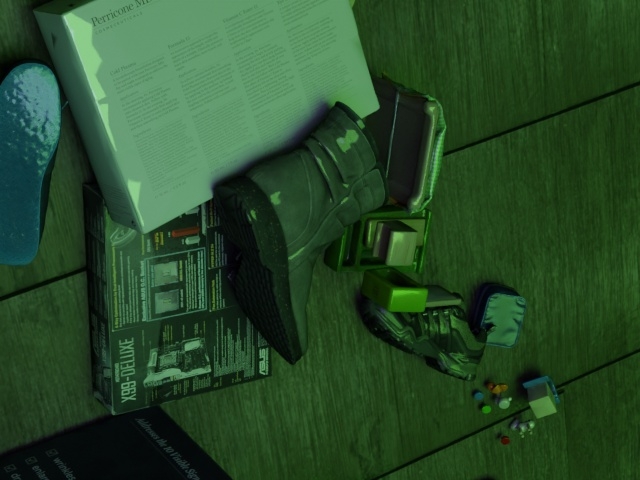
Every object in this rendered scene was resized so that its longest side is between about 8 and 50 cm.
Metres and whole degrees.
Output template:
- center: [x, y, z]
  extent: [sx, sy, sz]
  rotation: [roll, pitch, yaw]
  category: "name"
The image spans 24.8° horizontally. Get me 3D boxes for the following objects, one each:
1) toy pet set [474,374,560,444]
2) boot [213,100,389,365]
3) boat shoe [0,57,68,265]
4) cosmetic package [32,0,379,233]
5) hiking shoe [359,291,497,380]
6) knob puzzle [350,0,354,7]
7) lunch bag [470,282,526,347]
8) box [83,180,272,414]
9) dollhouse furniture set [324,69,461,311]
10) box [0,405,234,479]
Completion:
- center: [0.321, 0.254, 2.354]
  extent: [0.114, 0.065, 0.122]
  rotation: [-21, 121, 16]
  category: "toy pet set"
- center: [0.000, 0.000, 1.871]
  extent: [0.223, 0.118, 0.338]
  rotation: [-35, 145, -22]
  category: "boot"
- center: [-0.371, -0.100, 1.749]
  extent: [0.109, 0.089, 0.258]
  rotation: [11, 110, -15]
  category: "boat shoe"
- center: [-0.129, -0.221, 1.788]
  extent: [0.377, 0.097, 0.284]
  rotation: [-29, 118, -26]
  category: "cosmetic package"
- center: [0.158, 0.119, 2.168]
  extent: [0.227, 0.086, 0.114]
  rotation: [32, 79, -28]
  category: "hiking shoe"
- center: [-0.026, -0.349, 1.903]
  extent: [0.213, 0.030, 0.213]
  rotation: [-9, 107, -30]
  category: "knob puzzle"
- center: [0.274, 0.118, 2.252]
  extent: [0.067, 0.065, 0.098]
  rotation: [12, 104, -10]
  category: "lunch bag"
- center: [-0.185, 0.059, 1.932]
  extent: [0.242, 0.076, 0.307]
  rotation: [-12, 114, -28]
  category: "box"
- center: [0.135, -0.073, 2.009]
  extent: [0.151, 0.197, 0.301]
  rotation: [-1, 109, -31]
  category: "dollhouse furniture set"
- center: [-0.295, 0.484, 1.775]
  extent: [0.472, 0.480, 0.297]
  rotation: [-19, 119, -25]
  category: "box"
